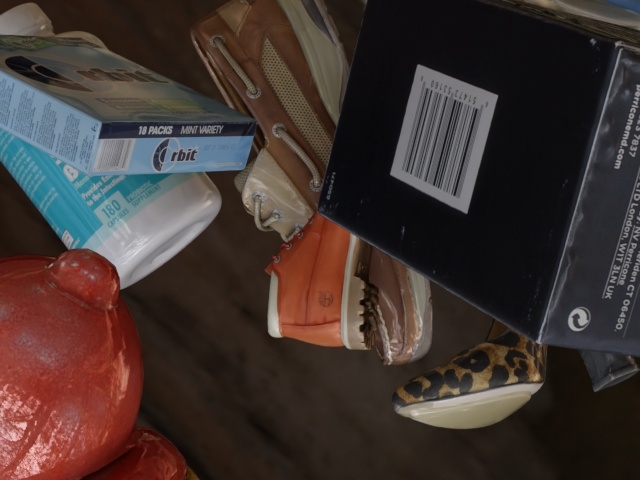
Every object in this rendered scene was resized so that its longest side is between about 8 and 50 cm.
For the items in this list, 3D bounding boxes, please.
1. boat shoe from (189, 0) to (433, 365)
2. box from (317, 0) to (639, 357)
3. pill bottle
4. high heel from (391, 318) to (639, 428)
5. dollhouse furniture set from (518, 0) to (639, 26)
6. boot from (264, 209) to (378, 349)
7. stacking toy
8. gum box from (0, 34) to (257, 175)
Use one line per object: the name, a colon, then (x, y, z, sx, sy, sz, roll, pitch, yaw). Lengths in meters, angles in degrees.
boat shoe: (-0.009, -0.046, 1.464, 0.123, 0.116, 0.324, 106, 143, -75)
box: (0.202, -0.039, 1.183, 0.294, 0.183, 0.296, 8, -168, -27)
pill bottle: (-0.223, -0.093, 1.763, 0.264, 0.146, 0.146, 51, -169, 6)
high heel: (0.133, 0.053, 1.558, 0.261, 0.093, 0.186, -10, -111, -37)
dollhouse furniture set: (0.181, -0.101, 1.479, 0.286, 0.303, 0.198, 16, 180, -18)
boot: (0.000, 0.000, 1.379, 0.084, 0.158, 0.059, 1, 166, 18)
stacking toy: (-0.211, 0.076, 0.765, 0.279, 0.308, 0.130, -126, 22, -73)
gum box: (-0.163, -0.096, 1.303, 0.184, 0.041, 0.157, 28, -160, 33)
